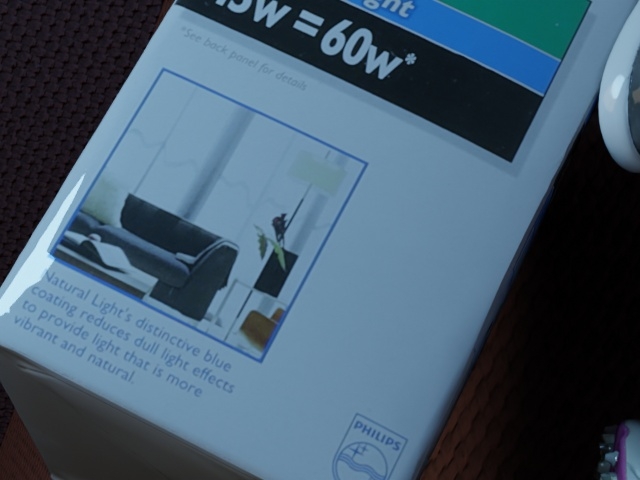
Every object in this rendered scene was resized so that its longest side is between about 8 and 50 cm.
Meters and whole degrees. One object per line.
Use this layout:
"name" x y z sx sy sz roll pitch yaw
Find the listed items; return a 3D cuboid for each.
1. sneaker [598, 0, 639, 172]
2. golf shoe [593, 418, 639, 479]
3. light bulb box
"sneaker" 0.263 -0.157 0.780 0.147 0.104 0.296 9 64 42
"golf shoe" 0.201 0.171 0.733 0.306 0.140 0.115 -74 -13 -75
"light bulb box" 0.000 0.000 0.915 0.361 0.225 0.358 -62 -6 -19
